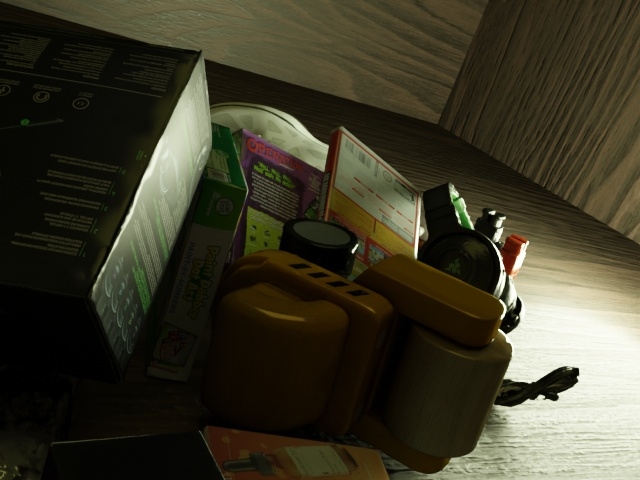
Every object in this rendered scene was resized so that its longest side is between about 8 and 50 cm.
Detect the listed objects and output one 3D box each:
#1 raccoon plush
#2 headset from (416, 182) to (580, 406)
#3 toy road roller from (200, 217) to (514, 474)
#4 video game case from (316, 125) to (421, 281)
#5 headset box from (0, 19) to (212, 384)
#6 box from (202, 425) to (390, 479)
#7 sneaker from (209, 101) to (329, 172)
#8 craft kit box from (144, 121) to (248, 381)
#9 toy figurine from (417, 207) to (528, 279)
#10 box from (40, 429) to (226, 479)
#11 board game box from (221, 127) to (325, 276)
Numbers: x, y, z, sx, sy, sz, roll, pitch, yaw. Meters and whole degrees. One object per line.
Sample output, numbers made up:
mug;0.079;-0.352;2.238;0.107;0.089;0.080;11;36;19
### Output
raccoon plush;-0.363;0.032;0.681;0.299;0.216;0.446;9;21;-10
headset;0.267;0.074;1.138;0.243;0.185;0.394;50;27;-48
toy road roller;0.019;0.129;0.792;0.329;0.203;0.240;24;23;23
video game case;0.073;-0.006;1.070;0.204;0.025;0.285;35;50;-34
headset box;-0.246;-0.038;0.589;0.246;0.131;0.283;9;53;4
box;-0.023;0.241;0.606;0.170;0.091;0.130;14;20;-21
sneaker;-0.077;-0.160;1.513;0.447;0.169;0.257;23;17;-2
craft kit box;-0.159;0.001;0.881;0.060;0.247;0.250;16;20;-18
toy figurine;0.291;0.022;1.457;0.209;0.148;0.213;10;24;-14
box;-0.083;0.256;0.365;0.103;0.184;0.261;4;25;-34
board game box;0.000;0.000;1.040;0.056;0.208;0.346;-18;-32;42
